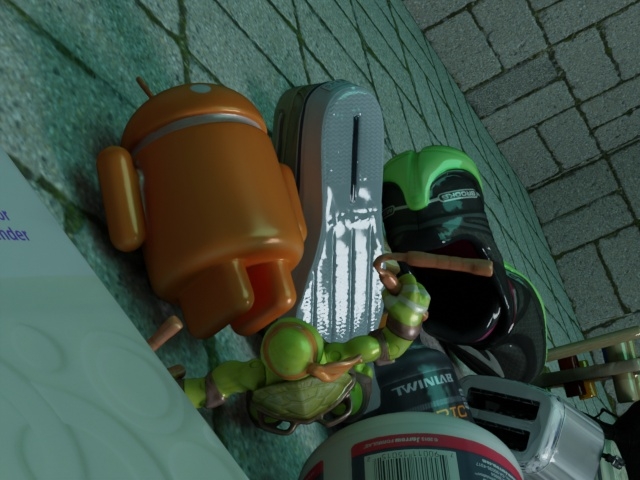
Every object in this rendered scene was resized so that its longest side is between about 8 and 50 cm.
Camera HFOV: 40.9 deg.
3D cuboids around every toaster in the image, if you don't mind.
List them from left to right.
[{"bbox_3d":[0.266,0.260,1.133,0.146,0.226,0.129,37,69,-40],"label":"toaster"}]

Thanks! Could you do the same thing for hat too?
[{"bbox_3d":[0.419,0.359,1.400,0.133,0.331,0.331,33,19,6],"label":"hat"}]

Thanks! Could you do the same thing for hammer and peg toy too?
[{"bbox_3d":[0.471,0.250,1.577,0.361,0.265,0.128,22,58,-64],"label":"hammer and peg toy"}]

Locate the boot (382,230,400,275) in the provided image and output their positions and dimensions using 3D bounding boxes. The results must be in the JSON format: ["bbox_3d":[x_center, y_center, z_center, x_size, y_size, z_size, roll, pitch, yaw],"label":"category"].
[{"bbox_3d":[0.002,-0.057,1.004,0.262,0.095,0.204,23,45,-64],"label":"boot"}]

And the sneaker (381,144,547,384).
[{"bbox_3d":[0.196,0.085,1.214,0.483,0.185,0.202,53,34,-40],"label":"sneaker"}]

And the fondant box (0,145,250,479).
[{"bbox_3d":[-0.145,0.091,0.310,0.330,0.096,0.238,49,16,15],"label":"fondant box"}]

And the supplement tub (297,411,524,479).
[{"bbox_3d":[0.074,0.282,0.626,0.191,0.191,0.272,51,23,-32],"label":"supplement tub"}]

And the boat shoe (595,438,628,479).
[{"bbox_3d":[0.341,0.503,1.112,0.187,0.155,0.501,50,35,-48],"label":"boat shoe"}]

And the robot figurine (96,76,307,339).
[{"bbox_3d":[-0.091,-0.034,0.693,0.128,0.158,0.220,94,-21,-68],"label":"robot figurine"}]

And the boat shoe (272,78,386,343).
[{"bbox_3d":[0.000,0.000,0.816,0.109,0.094,0.303,-1,102,-36],"label":"boat shoe"}]

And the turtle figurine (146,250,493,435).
[{"bbox_3d":[-0.002,0.095,0.633,0.217,0.269,0.087,78,-8,-70],"label":"turtle figurine"}]

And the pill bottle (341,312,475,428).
[{"bbox_3d":[0.092,0.198,0.871,0.130,0.130,0.246,22,45,-63],"label":"pill bottle"}]
